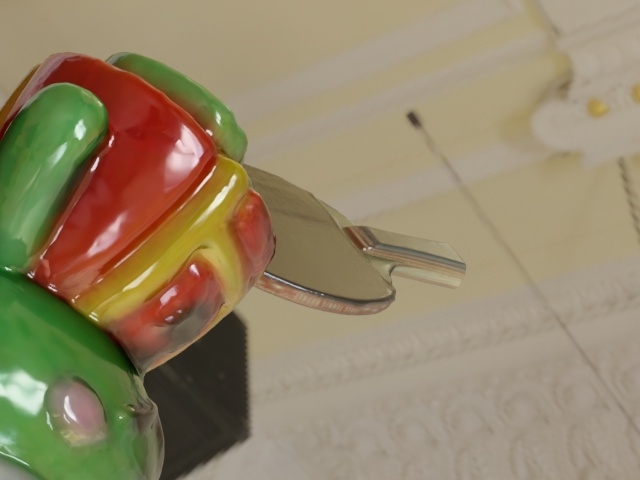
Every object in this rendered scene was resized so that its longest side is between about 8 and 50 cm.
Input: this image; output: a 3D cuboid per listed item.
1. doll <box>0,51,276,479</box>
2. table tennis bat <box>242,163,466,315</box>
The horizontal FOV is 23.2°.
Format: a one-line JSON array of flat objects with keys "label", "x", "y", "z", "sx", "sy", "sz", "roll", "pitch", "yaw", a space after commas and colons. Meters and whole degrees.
[{"label": "doll", "x": -0.149, "y": 0.091, "z": 0.577, "sx": 0.160, "sy": 0.182, "sz": 0.363, "roll": 21, "pitch": -114, "yaw": 11}, {"label": "table tennis bat", "x": 0.000, "y": 0.000, "z": 0.846, "sx": 0.019, "sy": 0.220, "sz": 0.130, "roll": -58, "pitch": -134, "yaw": 20}]
